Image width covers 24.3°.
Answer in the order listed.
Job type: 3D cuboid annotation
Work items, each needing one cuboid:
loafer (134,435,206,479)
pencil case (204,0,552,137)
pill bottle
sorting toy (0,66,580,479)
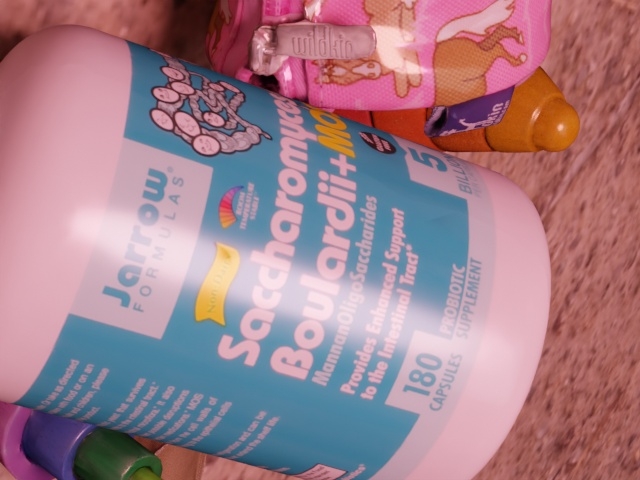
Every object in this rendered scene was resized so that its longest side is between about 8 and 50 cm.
[{"bbox_3d":[-0.086,0.144,0.780,0.056,0.050,0.148,-18,139,-48],"label":"loafer"},{"bbox_3d":[0.021,-0.230,0.562,0.160,0.167,0.386,-6,128,-6],"label":"pencil case"},{"bbox_3d":[-0.054,0.006,0.581,0.264,0.146,0.146,17,103,-21],"label":"pill bottle"},{"bbox_3d":[0.000,0.000,0.732,0.365,0.126,0.127,-44,143,-22],"label":"sorting toy"}]
